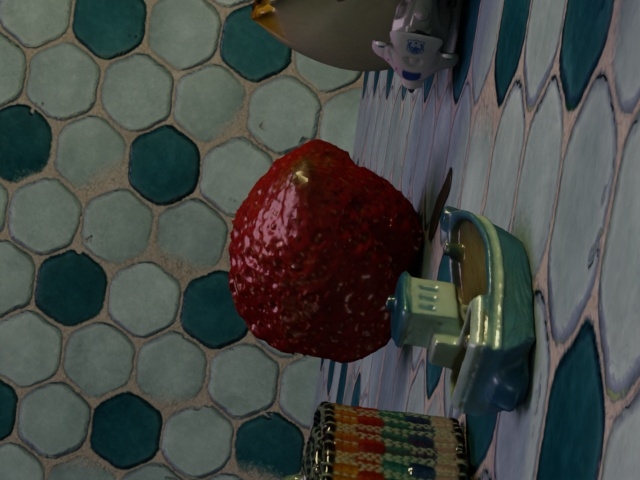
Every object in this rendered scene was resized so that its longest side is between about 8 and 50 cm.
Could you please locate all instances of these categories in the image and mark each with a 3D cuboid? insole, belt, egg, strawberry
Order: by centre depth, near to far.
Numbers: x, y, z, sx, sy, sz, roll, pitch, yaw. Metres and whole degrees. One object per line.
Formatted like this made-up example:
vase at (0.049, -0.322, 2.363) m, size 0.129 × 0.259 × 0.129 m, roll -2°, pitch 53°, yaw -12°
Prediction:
belt at (0.031, 0.271, 1.279) m, size 0.207 × 0.160 × 0.295 m, roll 101°, pitch 177°, yaw -45°
insole at (0.134, -0.040, 1.738) m, size 0.135 × 0.002 × 0.045 m, roll 105°, pitch 173°, yaw -63°
strawberry at (0.000, 0.000, 1.852) m, size 0.277 × 0.257 × 0.257 m, roll 84°, pitch -170°, yaw -51°
egg at (0.061, -0.298, 1.931) m, size 0.174 × 0.264 × 0.286 m, roll 63°, pitch -158°, yaw -2°

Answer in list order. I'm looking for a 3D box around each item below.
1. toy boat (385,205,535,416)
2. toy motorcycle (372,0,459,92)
toy boat at (0.102, 0.043, 1.159) m, size 0.215 × 0.102 × 0.088 m, roll -84°, pitch 6°, yaw -53°
toy motorcycle at (0.122, -0.276, 1.767) m, size 0.150 × 0.102 × 0.221 m, roll -46°, pitch -34°, yaw -80°
